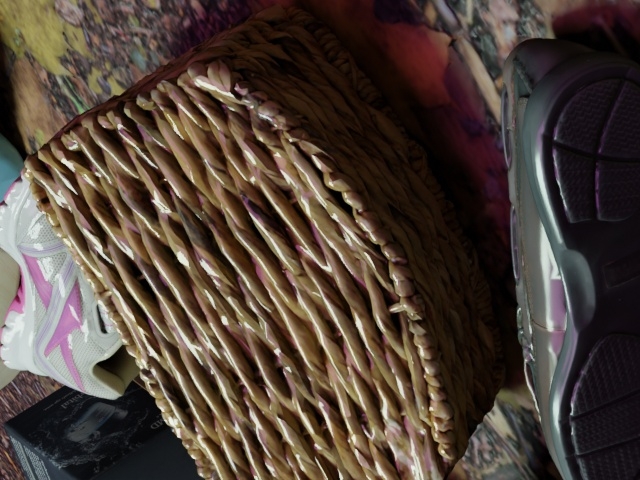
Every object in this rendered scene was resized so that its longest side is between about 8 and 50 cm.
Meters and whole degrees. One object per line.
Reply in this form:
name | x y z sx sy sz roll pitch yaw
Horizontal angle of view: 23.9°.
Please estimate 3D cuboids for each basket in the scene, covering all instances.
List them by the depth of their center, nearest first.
basket | 0.000 0.000 0.976 0.213 0.223 0.299 -25 99 31

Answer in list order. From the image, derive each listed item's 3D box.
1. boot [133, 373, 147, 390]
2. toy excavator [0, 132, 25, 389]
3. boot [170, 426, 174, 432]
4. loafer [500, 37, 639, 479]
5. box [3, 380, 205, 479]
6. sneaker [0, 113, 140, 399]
boot | -0.180 0.055 1.397 0.219 0.082 0.106 54 176 -3
toy excavator | -0.403 -0.011 1.542 0.222 0.445 0.433 42 109 29
boot | -0.120 0.053 1.236 0.246 0.094 0.207 44 148 12
loafer | 0.143 0.020 0.781 0.084 0.096 0.268 -129 25 -60
box | -0.191 0.197 1.452 0.158 0.156 0.093 24 138 47
sneaker | -0.161 0.018 1.089 0.111 0.103 0.252 25 139 15
